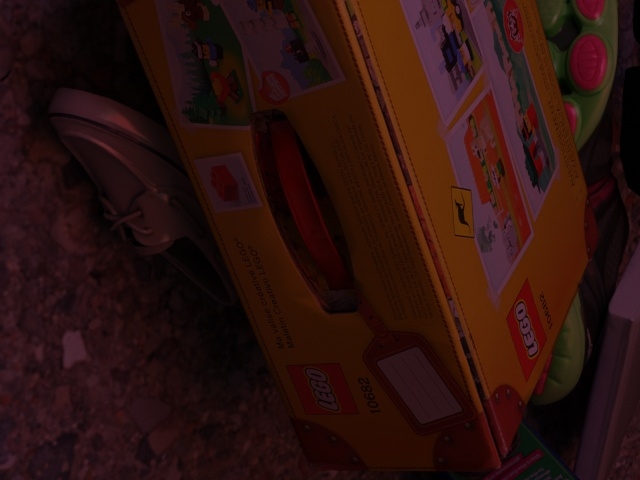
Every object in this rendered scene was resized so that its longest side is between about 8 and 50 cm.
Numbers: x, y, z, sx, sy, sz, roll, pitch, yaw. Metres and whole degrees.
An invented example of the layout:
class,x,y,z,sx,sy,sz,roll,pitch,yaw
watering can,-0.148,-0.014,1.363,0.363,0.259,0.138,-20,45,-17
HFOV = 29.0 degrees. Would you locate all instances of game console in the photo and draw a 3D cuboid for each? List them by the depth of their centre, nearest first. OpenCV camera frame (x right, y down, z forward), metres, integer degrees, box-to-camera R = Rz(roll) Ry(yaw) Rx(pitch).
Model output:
class,x,y,z,sx,sy,sz,roll,pitch,yaw
game console,0.377,-0.233,1.401,0.213,0.044,0.361,-59,150,-74

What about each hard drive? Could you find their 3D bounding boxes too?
class,x,y,z,sx,sy,sz,roll,pitch,yaw
hard drive,0.371,0.144,1.510,0.203,0.040,0.308,-51,151,-44

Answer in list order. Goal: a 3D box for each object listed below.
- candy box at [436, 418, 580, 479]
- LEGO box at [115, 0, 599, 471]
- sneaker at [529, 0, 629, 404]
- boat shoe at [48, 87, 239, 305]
class,x,y,z,sx,sy,sz,roll,pitch,yaw
candy box,0.272,0.351,1.358,0.122,0.317,0.268,-38,124,-5
LEGO box,0.060,-0.110,1.082,0.372,0.193,0.500,-51,128,-50
sneaker,0.254,-0.062,1.408,0.202,0.185,0.483,-9,106,-62
boat shoe,-0.142,-0.030,1.068,0.267,0.096,0.088,45,62,-47
